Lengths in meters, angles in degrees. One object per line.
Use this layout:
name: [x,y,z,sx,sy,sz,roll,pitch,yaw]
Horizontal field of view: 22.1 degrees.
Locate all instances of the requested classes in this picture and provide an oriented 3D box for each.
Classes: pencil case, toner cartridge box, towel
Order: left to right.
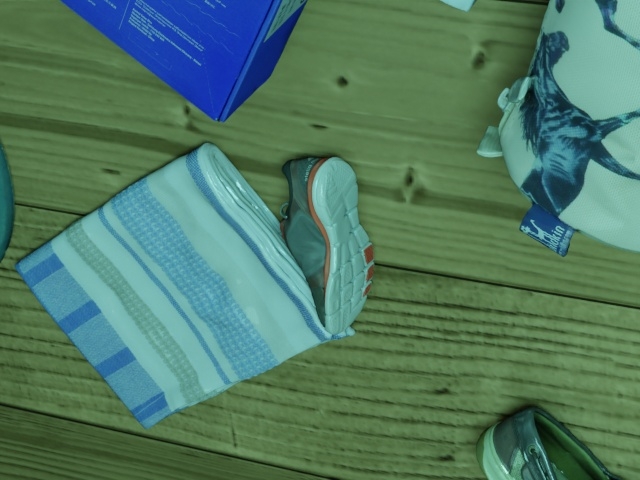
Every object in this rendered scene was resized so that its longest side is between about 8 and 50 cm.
toner cartridge box: [-0.165,-0.255,1.193,0.348,0.075,0.165,38,140,5]
towel: [-0.127,0.049,1.444,0.285,0.034,0.209,-28,105,39]
pencil case: [0.223,-0.182,1.013,0.183,0.160,0.410,12,128,2]

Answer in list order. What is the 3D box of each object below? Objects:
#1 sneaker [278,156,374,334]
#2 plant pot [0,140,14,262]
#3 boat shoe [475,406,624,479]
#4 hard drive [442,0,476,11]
sneaker: [0.000,0.000,1.334,0.065,0.061,0.158,14,120,36]
plant pot: [-0.501,0.000,1.411,0.341,0.334,0.341,15,128,20]
boat shoe: [0.227,0.227,1.347,0.223,0.080,0.073,44,136,0]
hard drive: [0.070,-0.330,1.069,0.210,0.040,0.319,30,131,7]
